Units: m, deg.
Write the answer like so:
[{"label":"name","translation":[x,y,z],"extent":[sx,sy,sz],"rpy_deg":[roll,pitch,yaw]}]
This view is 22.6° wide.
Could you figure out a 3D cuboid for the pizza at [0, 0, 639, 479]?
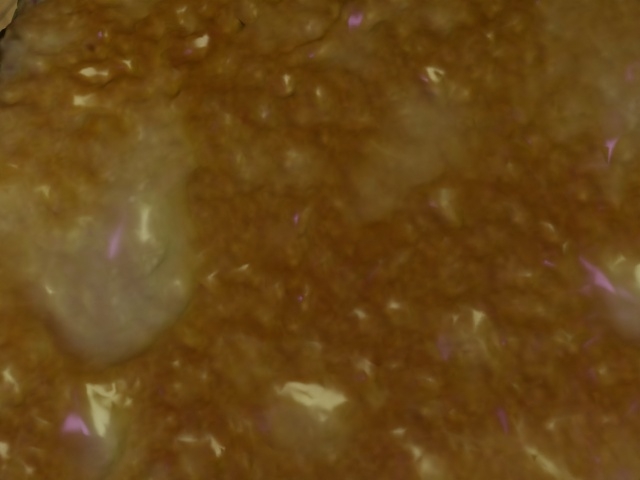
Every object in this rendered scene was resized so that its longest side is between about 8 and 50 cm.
[{"label":"pizza","translation":[0.011,0.027,0.549],"extent":[0.435,0.080,0.392],"rpy_deg":[35,77,23]}]
